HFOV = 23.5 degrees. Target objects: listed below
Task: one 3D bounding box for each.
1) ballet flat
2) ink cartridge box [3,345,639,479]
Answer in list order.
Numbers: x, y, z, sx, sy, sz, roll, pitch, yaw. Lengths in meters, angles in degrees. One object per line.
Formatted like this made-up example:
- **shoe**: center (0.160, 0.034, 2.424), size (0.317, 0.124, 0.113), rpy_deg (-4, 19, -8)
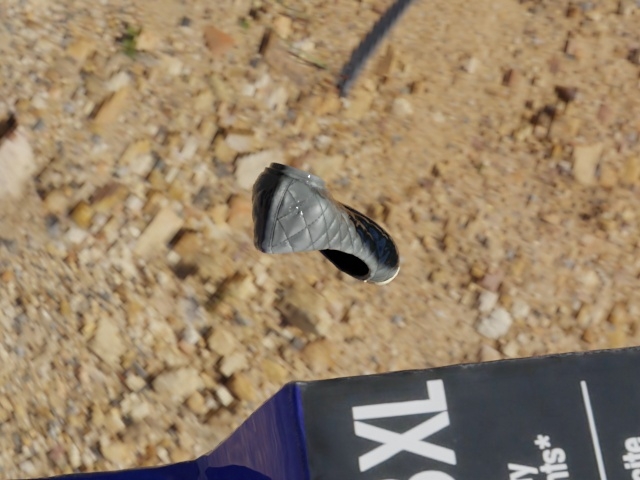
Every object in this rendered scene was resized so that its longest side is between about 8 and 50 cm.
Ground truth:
- **ballet flat**: center (0.000, 0.000, 0.865), size (0.173, 0.057, 0.049), rpy_deg (34, 76, -64)
- **ink cartridge box**: center (0.101, 0.114, 0.380), size (0.370, 0.069, 0.176), rpy_deg (-7, 64, -1)
